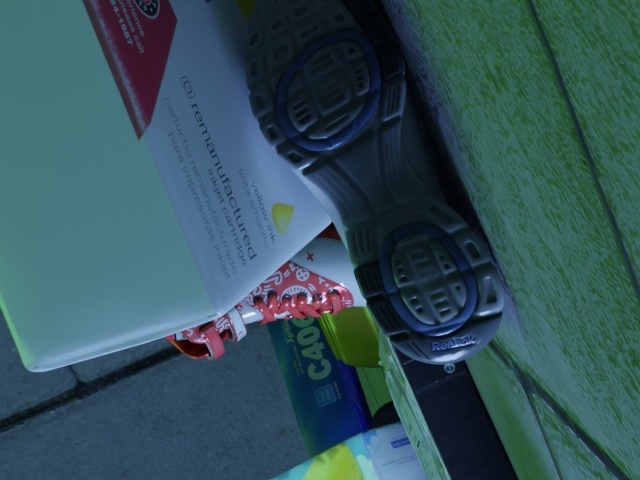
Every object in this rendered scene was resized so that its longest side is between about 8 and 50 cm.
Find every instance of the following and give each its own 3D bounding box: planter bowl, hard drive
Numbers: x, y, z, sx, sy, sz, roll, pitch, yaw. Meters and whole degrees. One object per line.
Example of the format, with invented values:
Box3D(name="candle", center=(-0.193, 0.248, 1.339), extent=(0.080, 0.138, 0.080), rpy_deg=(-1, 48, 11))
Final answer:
Box3D(name="planter bowl", center=(0.039, 0.072, 2.187), extent=(0.217, 0.090, 0.217), rpy_deg=(158, 90, -87))
Box3D(name="hard drive", center=(0.145, 0.236, 1.842), extent=(0.237, 0.064, 0.339), rpy_deg=(85, 163, -79))

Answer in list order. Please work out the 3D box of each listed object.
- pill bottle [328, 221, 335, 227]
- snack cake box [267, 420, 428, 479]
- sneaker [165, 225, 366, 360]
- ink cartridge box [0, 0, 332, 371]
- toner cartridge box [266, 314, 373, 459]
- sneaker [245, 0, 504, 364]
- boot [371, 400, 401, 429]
Box3D(name="pill bottle", center=(-0.058, -0.101, 1.798), extent=(0.219, 0.123, 0.123), rpy_deg=(42, -177, -14))
Box3D(name="snack cake box", center=(0.023, 0.275, 2.103), extent=(0.152, 0.264, 0.089), rpy_deg=(-11, -106, -48))
Box3D(name="sneaker", center=(-0.048, 0.052, 1.759), extent=(0.090, 0.270, 0.145), rpy_deg=(93, -163, -66))
Box3D(name="ink cartridge box", center=(-0.111, -0.111, 1.403), extent=(0.279, 0.160, 0.385), rpy_deg=(68, -155, -9))
Box3D(name="toner cartridge box", center=(0.025, 0.235, 2.368), extent=(0.165, 0.075, 0.348), rpy_deg=(58, -169, -60))
Box3D(name="sneaker", center=(0.031, -0.051, 1.361), extent=(0.129, 0.111, 0.297), rpy_deg=(29, -141, -86))
Box3D(name="boot", center=(0.148, 0.323, 2.374), extent=(0.229, 0.091, 0.263), rpy_deg=(61, -173, -61))
